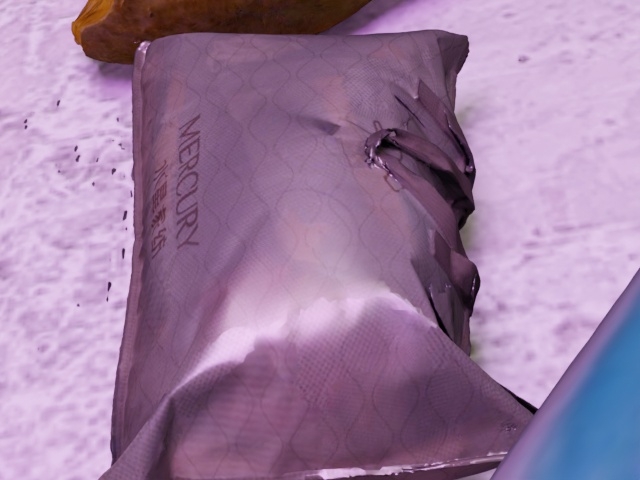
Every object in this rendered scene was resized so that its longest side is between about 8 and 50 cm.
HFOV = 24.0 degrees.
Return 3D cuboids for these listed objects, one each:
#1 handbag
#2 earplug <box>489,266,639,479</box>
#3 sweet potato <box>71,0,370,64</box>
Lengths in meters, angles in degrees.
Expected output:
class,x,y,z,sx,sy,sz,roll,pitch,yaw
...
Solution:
class,x,y,z,sx,sy,sz,roll,pitch,yaw
handbag,0.000,0.000,0.622,0.183,0.117,0.270,-1,46,-1
earplug,0.135,0.090,0.485,0.185,0.185,0.324,28,66,32
sweet potato,-0.012,-0.140,0.773,0.244,0.077,0.077,-15,46,-2
